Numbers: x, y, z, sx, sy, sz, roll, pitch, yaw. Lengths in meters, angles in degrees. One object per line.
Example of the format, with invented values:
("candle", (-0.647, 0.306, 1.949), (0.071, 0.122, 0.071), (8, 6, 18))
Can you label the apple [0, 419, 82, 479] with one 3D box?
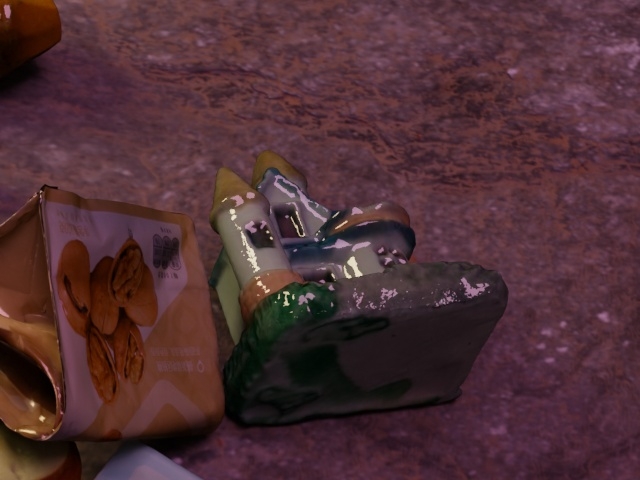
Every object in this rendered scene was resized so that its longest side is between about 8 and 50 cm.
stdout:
("apple", (-0.311, 0.201, 1.520), (0.195, 0.160, 0.173), (31, 53, 11))

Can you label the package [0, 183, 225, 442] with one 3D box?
("package", (-0.232, 0.082, 1.598), (0.311, 0.165, 0.221), (7, 73, -67))

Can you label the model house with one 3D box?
("model house", (0.000, 0.000, 1.803), (0.267, 0.194, 0.325), (-5, 51, -25))

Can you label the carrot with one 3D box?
("carrot", (-0.427, -0.210, 1.855), (0.301, 0.114, 0.114), (-15, 59, -28))

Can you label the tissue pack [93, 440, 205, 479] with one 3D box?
("tissue pack", (-0.110, 0.313, 1.561), (0.263, 0.089, 0.177), (29, 46, 6))
